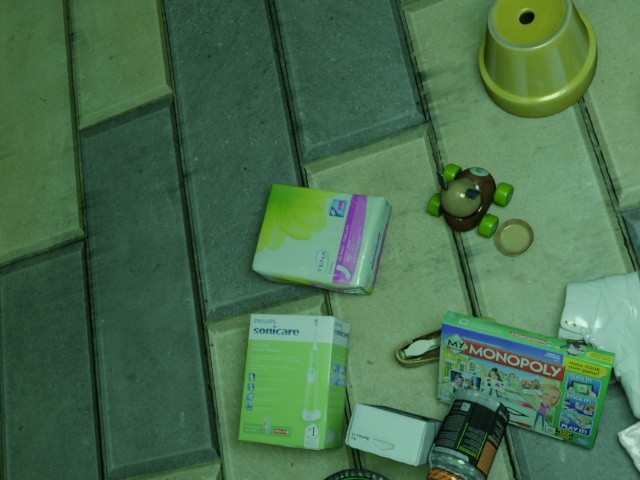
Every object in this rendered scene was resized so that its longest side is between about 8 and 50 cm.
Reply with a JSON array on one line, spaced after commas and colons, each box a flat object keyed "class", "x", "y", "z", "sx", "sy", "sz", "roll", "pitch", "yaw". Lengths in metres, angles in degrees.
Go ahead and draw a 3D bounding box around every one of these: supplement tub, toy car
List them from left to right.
[{"class": "toy car", "x": 0.308, "y": -0.105, "z": 1.500, "sx": 0.155, "sy": 0.188, "sz": 0.149, "roll": 25, "pitch": 87, "yaw": 25}, {"class": "supplement tub", "x": 0.281, "y": 0.394, "z": 1.354, "sx": 0.117, "sy": 0.117, "sz": 0.190, "roll": 18, "pitch": 59, "yaw": 25}]

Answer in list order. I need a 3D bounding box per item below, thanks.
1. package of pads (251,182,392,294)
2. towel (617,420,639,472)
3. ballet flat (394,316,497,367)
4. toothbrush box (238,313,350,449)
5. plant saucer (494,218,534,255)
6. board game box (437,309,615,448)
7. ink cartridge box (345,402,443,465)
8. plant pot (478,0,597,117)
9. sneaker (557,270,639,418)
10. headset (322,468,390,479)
[{"class": "package of pads", "x": 0.000, "y": 0.000, "z": 1.647, "sx": 0.296, "sy": 0.101, "sz": 0.229, "roll": 9, "pitch": 79, "yaw": 24}, {"class": "towel", "x": 0.765, "y": 0.420, "z": 1.258, "sx": 0.317, "sy": 0.053, "sz": 0.332, "roll": -33, "pitch": 66, "yaw": 12}, {"class": "ballet flat", "x": 0.267, "y": 0.220, "z": 1.497, "sx": 0.232, "sy": 0.073, "sz": 0.080, "roll": -23, "pitch": 68, "yaw": 15}, {"class": "toothbrush box", "x": -0.055, "y": 0.313, "z": 1.577, "sx": 0.206, "sy": 0.122, "sz": 0.283, "roll": -1, "pitch": 77, "yaw": 22}, {"class": "plant saucer", "x": 0.421, "y": -0.006, "z": 1.525, "sx": 0.083, "sy": 0.015, "sz": 0.083, "roll": -5, "pitch": 75, "yaw": 20}, {"class": "board game box", "x": 0.390, "y": 0.271, "z": 1.379, "sx": 0.317, "sy": 0.046, "sz": 0.214, "roll": 13, "pitch": 126, "yaw": 24}, {"class": "ink cartridge box", "x": 0.160, "y": 0.391, "z": 1.422, "sx": 0.153, "sy": 0.208, "sz": 0.087, "roll": 10, "pitch": 80, "yaw": 24}, {"class": "plant pot", "x": 0.453, "y": -0.423, "z": 1.496, "sx": 0.254, "sy": 0.239, "sz": 0.254, "roll": -6, "pitch": 74, "yaw": 21}, {"class": "sneaker", "x": 0.554, "y": 0.210, "z": 1.369, "sx": 0.169, "sy": 0.108, "sz": 0.293, "roll": -9, "pitch": 61, "yaw": 22}, {"class": "headset", "x": 0.047, "y": 0.677, "z": 1.460, "sx": 0.243, "sy": 0.185, "sz": 0.394, "roll": 23, "pitch": 71, "yaw": 21}]
